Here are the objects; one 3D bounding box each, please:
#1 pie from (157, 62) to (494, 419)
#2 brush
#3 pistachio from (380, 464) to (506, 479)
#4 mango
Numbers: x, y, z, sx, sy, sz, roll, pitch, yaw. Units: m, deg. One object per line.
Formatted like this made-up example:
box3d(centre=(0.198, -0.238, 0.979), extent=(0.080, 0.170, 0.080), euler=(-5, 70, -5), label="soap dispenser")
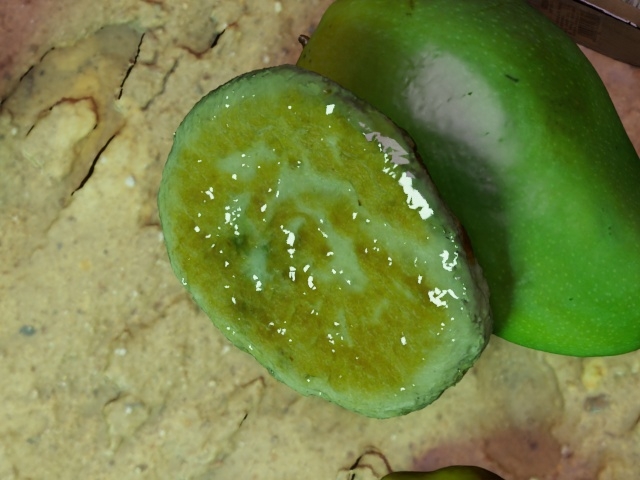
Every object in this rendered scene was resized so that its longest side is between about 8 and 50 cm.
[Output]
box3d(centre=(0.000, 0.000, 1.195), extent=(0.323, 0.323, 0.070), euler=(42, 46, 12), label="pie")
box3d(centre=(0.303, -0.182, 1.323), extent=(0.327, 0.070, 0.065), euler=(27, 68, 8), label="brush")
box3d(centre=(0.123, 0.246, 1.193), extent=(0.189, 0.110, 0.100), euler=(45, 113, 12), label="pistachio")
box3d(centre=(0.145, -0.062, 1.225), extent=(0.225, 0.201, 0.382), euler=(-43, 80, -12), label="mango")
